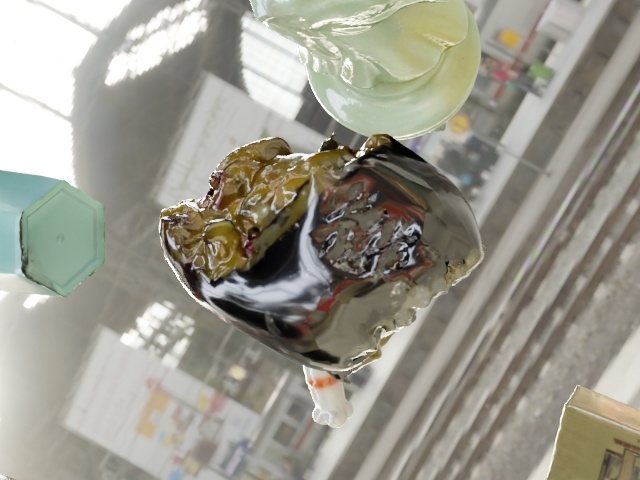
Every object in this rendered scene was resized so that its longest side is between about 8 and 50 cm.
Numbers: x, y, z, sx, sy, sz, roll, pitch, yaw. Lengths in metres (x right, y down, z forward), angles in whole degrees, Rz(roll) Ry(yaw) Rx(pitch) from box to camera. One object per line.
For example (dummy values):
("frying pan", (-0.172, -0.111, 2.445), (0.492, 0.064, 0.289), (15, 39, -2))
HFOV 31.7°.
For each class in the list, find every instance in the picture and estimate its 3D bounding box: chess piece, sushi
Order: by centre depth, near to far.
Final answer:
("sushi", (-0.001, 0.002, 0.905), (0.213, 0.204, 0.200), (-40, -6, -9))
("chess piece", (0.049, -0.197, 0.993), (0.175, 0.176, 0.298), (-61, -14, 0))

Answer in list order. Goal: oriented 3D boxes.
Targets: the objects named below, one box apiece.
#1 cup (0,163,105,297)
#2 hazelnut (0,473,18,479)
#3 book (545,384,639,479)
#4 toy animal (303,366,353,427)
("cup", (-0.327, -0.016, 1.100), (0.148, 0.236, 0.134), (-13, -75, -49))
("hazelnut", (-0.244, 0.263, 0.766), (0.176, 0.214, 0.214), (-54, 2, 44))
("book", (0.261, 0.236, 0.938), (0.026, 0.161, 0.230), (-47, -31, -43))
("toy animal", (-0.010, 0.057, 1.204), (0.138, 0.282, 0.140), (-32, 32, -3))
